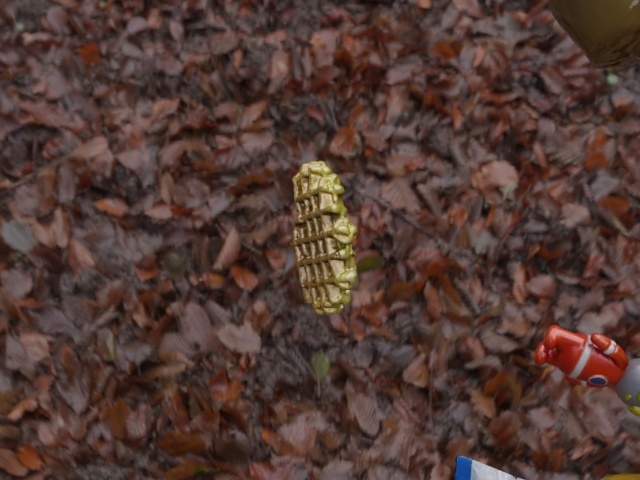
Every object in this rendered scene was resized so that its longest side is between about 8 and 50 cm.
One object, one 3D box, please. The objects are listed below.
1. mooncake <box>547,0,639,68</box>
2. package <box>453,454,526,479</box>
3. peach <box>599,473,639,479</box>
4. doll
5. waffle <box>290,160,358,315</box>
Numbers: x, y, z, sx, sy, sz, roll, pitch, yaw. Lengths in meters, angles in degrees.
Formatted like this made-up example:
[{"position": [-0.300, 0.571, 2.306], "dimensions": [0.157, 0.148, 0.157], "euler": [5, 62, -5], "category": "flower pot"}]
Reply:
[{"position": [0.314, -0.248, 0.679], "dimensions": [0.235, 0.234, 0.117], "euler": [-27, 71, -17], "category": "mooncake"}, {"position": [0.269, 0.421, 1.223], "dimensions": [0.173, 0.171, 0.027], "euler": [13, 18, 38], "category": "package"}, {"position": [0.450, 0.393, 1.069], "dimensions": [0.251, 0.251, 0.153], "euler": [14, 87, 7], "category": "peach"}, {"position": [0.609, 0.279, 1.682], "dimensions": [0.337, 0.199, 0.105], "euler": [23, 57, 11], "category": "doll"}, {"position": [-0.001, 0.000, 1.424], "dimensions": [0.056, 0.253, 0.249], "euler": [-8, 54, -20], "category": "waffle"}]
